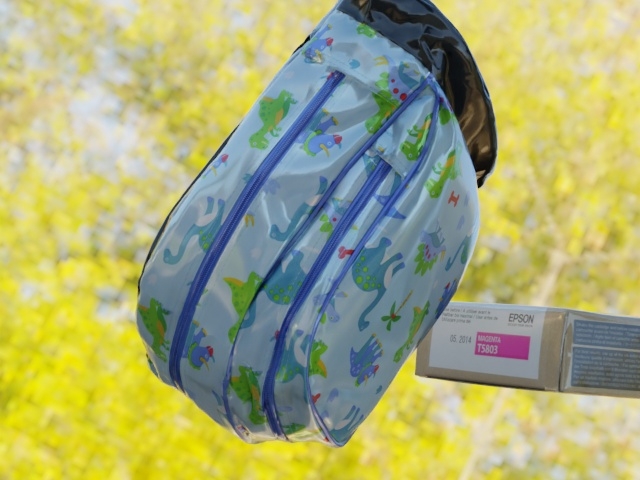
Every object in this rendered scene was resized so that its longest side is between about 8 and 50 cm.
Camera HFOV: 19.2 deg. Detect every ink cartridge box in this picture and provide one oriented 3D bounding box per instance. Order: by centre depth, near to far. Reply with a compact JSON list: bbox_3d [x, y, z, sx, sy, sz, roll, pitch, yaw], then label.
[{"bbox_3d":[0.245,0.114,1.970,0.193,0.088,0.235,8,-3,-35],"label":"ink cartridge box"}]

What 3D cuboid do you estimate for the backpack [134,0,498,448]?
[{"bbox_3d":[0.000,0.000,1.595,0.273,0.355,0.290,46,-13,24],"label":"backpack"}]
